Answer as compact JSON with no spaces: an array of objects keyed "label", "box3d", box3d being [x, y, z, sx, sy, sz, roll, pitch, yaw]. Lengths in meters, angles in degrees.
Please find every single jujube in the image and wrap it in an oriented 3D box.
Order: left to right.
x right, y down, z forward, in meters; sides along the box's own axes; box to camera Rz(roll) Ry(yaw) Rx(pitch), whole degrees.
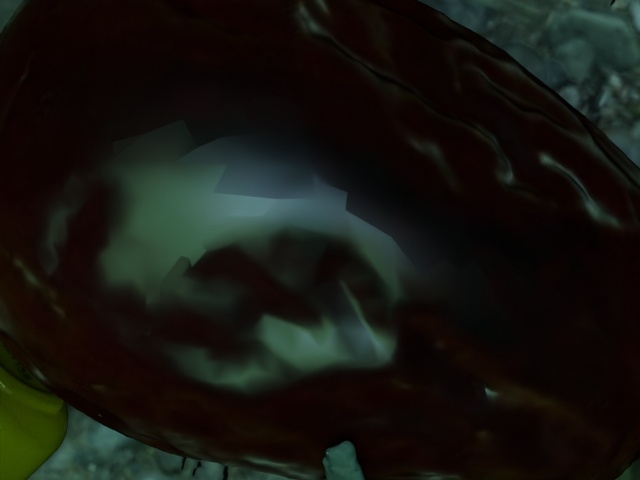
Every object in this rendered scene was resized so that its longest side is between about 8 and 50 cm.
[{"label":"jujube","box3d":[0.000,0.000,0.556,0.318,0.223,0.223,21,109,-5]}]

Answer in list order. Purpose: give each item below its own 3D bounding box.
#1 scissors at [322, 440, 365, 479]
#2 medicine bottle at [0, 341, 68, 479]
[{"label":"scissors","box3d":[0.031,0.217,0.612,0.256,0.029,0.383,12,137,7]},{"label":"medicine bottle","box3d":[-0.264,0.153,0.705,0.309,0.076,0.111,-43,81,18]}]
